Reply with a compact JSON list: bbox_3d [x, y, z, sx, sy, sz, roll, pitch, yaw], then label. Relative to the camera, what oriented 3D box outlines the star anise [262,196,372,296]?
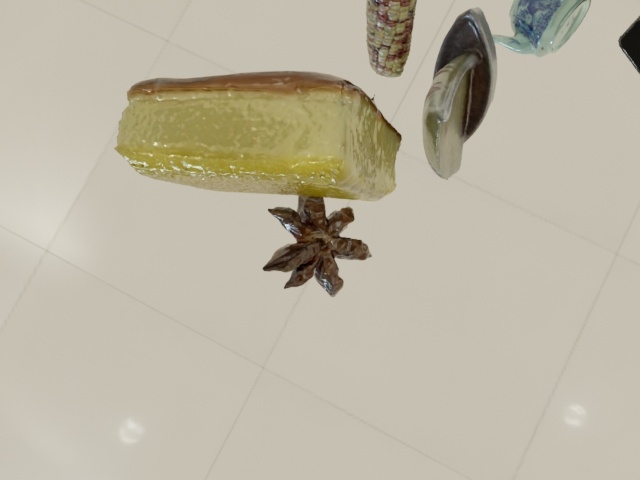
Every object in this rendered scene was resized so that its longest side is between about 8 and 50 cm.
[{"bbox_3d":[0.001,0.005,1.137,0.196,0.111,0.212,48,46,-28],"label":"star anise"}]

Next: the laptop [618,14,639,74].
[{"bbox_3d":[0.367,-0.148,0.617,0.135,0.016,0.197,-44,101,-16],"label":"laptop"}]

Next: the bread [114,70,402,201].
[{"bbox_3d":[-0.068,-0.141,0.949,0.333,0.323,0.143,5,89,14],"label":"bread"}]

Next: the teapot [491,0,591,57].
[{"bbox_3d":[0.440,-0.466,1.303,0.159,0.159,0.232,40,99,9],"label":"teapot"}]

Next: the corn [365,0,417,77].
[{"bbox_3d":[0.114,-0.371,1.073,0.086,0.253,0.086,0,52,0],"label":"corn"}]

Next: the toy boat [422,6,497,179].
[{"bbox_3d":[0.227,-0.226,1.140,0.111,0.276,0.293,16,60,20],"label":"toy boat"}]
